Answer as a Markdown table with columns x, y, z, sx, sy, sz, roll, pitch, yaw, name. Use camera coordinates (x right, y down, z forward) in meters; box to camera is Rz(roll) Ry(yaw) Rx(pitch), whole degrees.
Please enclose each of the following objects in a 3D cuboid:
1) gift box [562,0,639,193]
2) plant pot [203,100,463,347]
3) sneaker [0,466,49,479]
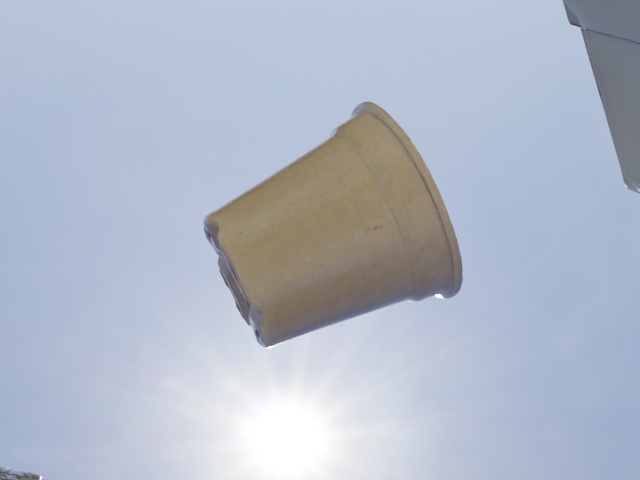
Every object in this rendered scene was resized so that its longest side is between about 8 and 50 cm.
| x | y | z | sx | sy | sz | roll | pitch | yaw | name |
| --- | --- | --- | --- | --- | --- | --- | --- | --- | --- |
| 0.335 | -0.170 | 0.662 | 0.255 | 0.258 | 0.276 | 25 | -111 | 42 | gift box |
| 0.000 | 0.000 | 1.510 | 0.305 | 0.334 | 0.334 | -25 | -148 | -11 | plant pot |
| -0.259 | 0.243 | 0.787 | 0.090 | 0.115 | 0.232 | 12 | 167 | -6 | sneaker |
